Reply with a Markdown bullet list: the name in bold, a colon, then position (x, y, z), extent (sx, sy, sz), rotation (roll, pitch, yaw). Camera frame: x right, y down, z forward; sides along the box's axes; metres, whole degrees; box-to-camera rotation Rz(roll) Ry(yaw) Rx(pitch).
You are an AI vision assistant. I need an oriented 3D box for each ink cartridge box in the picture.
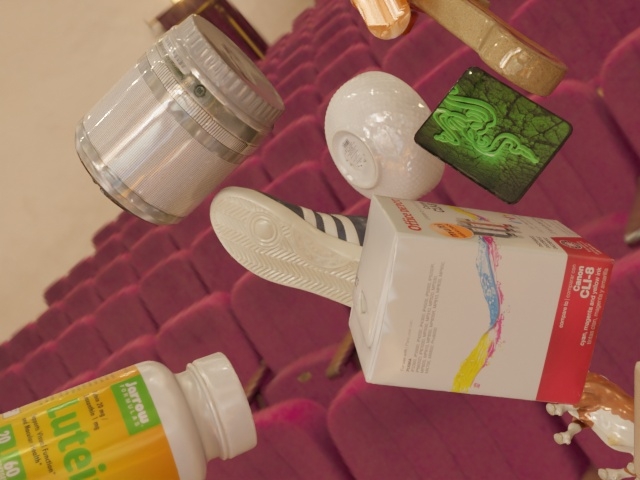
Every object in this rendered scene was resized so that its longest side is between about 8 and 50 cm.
- **ink cartridge box**: position (0.122, 0.046, 0.712), extent (0.128, 0.176, 0.128), rotation (-110, 27, -73)

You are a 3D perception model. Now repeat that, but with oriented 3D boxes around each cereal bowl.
- **cereal bowl**: position (0.128, -0.224, 2.059), extent (0.141, 0.339, 0.339), rotation (-35, 8, -29)

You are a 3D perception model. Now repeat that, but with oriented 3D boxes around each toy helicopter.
- **toy helicopter**: position (0.109, -0.256, 0.872), extent (0.140, 0.234, 0.355), rotation (-57, 49, 21)

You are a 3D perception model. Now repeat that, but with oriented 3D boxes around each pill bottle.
- **pill bottle**: position (-0.191, 0.195, 0.810), extent (0.245, 0.137, 0.136), rotation (-20, 5, -19)

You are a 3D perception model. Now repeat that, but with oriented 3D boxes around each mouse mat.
- **mouse mat**: position (0.252, -0.157, 1.264), extent (0.153, 0.189, 0.007), rotation (-52, -22, -5)

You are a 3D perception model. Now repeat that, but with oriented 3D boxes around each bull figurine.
- **bull figurine**: position (0.539, 0.338, 1.619), extent (0.188, 0.101, 0.310), rotation (-22, 37, -33)

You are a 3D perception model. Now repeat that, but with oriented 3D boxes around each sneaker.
- **sneaker**: position (0.000, 0.000, 1.356), extent (0.131, 0.349, 0.148), rotation (-67, -6, 33)

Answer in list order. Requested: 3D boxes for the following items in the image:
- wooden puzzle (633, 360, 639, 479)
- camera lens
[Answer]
- **wooden puzzle**: position (0.636, 0.286, 1.242), extent (0.347, 0.322, 0.081), rotation (8, 50, 27)
- **camera lens**: position (-0.218, -0.175, 1.310), extent (0.274, 0.219, 0.219), rotation (-42, 12, 14)
